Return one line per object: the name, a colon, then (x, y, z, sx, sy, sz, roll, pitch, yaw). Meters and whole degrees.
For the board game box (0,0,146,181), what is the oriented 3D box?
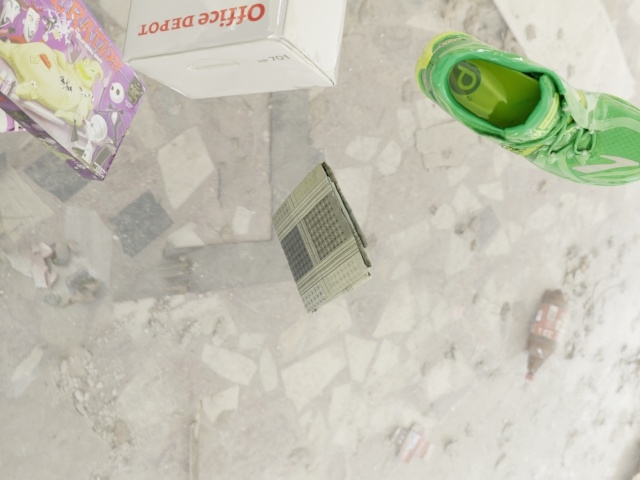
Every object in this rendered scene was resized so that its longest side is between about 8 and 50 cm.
board game box: (-0.403, -0.264, 0.830, 0.346, 0.056, 0.208, 62, 37, -64)

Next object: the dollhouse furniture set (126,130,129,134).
dollhouse furniture set: (-0.636, -0.423, 1.295, 0.174, 0.303, 0.355, -27, 129, -16)

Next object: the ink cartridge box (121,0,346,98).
ink cartridge box: (-0.054, -0.209, 0.391, 0.082, 0.140, 0.190, 14, 81, -61)

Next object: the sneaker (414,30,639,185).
sneaker: (0.237, -0.127, 0.587, 0.296, 0.123, 0.109, 22, 117, -2)

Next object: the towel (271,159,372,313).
towel: (0.000, 0.000, 1.414, 0.056, 0.324, 0.312, -11, 71, -35)

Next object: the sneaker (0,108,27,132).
sneaker: (-0.802, -0.349, 1.570, 0.282, 0.161, 0.102, -28, 147, -45)
